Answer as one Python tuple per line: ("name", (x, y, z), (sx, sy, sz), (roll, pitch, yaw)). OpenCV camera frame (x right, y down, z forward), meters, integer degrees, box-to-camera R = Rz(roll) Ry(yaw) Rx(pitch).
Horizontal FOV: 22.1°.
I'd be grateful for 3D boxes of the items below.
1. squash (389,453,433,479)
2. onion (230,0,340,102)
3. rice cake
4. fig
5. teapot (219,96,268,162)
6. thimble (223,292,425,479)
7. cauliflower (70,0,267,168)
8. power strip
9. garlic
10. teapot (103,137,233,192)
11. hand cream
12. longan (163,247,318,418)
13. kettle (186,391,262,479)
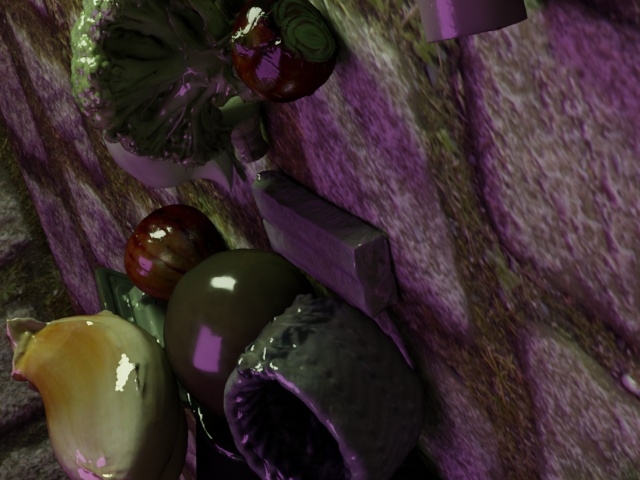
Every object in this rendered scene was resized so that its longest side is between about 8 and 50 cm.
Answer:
("squash", (0.074, 0.377, 2.115), (0.252, 0.165, 0.252), (56, 164, 24))
("onion", (-0.043, -0.197, 1.692), (0.119, 0.118, 0.117), (94, 168, -59))
("rice cake", (0.001, 0.002, 1.962), (0.298, 0.050, 0.106), (33, 146, 58))
("fig", (-0.203, 0.023, 2.452), (0.202, 0.148, 0.149), (9, 134, 35))
("teapot", (-0.093, -0.131, 2.035), (0.083, 0.057, 0.067), (70, -171, -45))
("thimble", (0.005, 0.196, 1.960), (0.217, 0.157, 0.246), (4, 129, 41))
("cauliflower", (-0.154, -0.225, 1.879), (0.275, 0.250, 0.272), (17, -96, -70))
("power strip", (-0.212, 0.149, 2.537), (0.251, 0.092, 0.257), (27, -151, -42))
("garlic", (-0.287, 0.238, 2.232), (0.313, 0.249, 0.286), (44, 140, 34))
("teapot", (-0.218, -0.192, 2.171), (0.208, 0.165, 0.300), (-65, -30, -57))
("hand cream", (0.093, -0.279, 1.255), (0.133, 0.083, 0.248), (0, 107, 69))
("longan", (-0.092, 0.124, 2.152), (0.248, 0.248, 0.248), (53, 161, 28))
("kettle", (-0.064, 0.343, 2.344), (0.262, 0.203, 0.308), (42, 150, 29))
